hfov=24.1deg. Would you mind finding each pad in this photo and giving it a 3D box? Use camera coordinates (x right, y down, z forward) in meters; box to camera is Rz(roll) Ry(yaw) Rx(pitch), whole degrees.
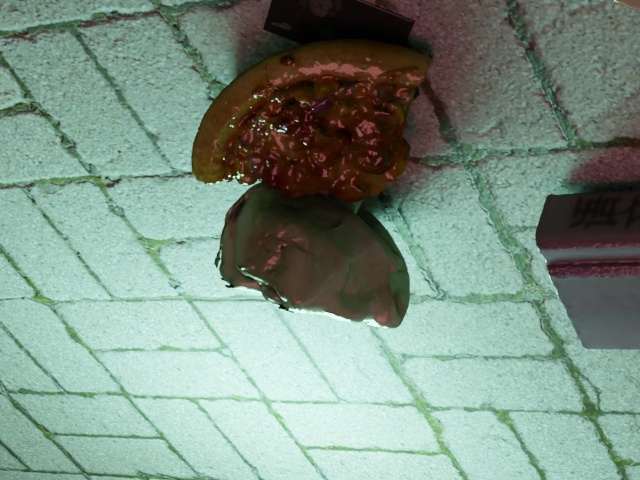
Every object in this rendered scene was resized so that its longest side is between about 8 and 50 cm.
[{"bbox_3d":[0.022,-0.289,2.013,0.190,0.004,0.127,21,147,-1],"label":"pad"}]

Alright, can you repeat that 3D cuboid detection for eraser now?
[{"bbox_3d":[0.516,0.044,2.110,0.359,0.122,0.272,0,141,29],"label":"eraser"}]

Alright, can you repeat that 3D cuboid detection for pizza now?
[{"bbox_3d":[-0.005,-0.154,2.089,0.408,0.114,0.278,-16,133,28],"label":"pizza"}]

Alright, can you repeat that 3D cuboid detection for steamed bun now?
[{"bbox_3d":[0.000,0.000,2.262,0.280,0.207,0.268,13,-174,-32],"label":"steamed bun"}]

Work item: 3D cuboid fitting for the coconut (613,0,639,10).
[{"bbox_3d":[0.358,-0.346,1.547,0.239,0.239,0.244,26,139,-7],"label":"coconut"}]
